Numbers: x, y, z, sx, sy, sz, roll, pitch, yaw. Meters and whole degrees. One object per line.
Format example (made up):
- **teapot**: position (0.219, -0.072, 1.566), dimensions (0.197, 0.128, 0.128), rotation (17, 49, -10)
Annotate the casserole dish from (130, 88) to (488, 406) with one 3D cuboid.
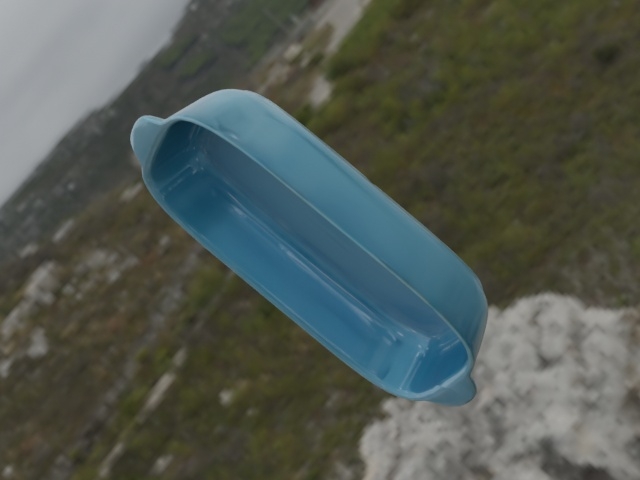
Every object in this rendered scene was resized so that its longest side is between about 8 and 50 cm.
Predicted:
- **casserole dish**: position (0.000, 0.000, 0.646), dimensions (0.037, 0.188, 0.114), rotation (-52, 1, -24)
